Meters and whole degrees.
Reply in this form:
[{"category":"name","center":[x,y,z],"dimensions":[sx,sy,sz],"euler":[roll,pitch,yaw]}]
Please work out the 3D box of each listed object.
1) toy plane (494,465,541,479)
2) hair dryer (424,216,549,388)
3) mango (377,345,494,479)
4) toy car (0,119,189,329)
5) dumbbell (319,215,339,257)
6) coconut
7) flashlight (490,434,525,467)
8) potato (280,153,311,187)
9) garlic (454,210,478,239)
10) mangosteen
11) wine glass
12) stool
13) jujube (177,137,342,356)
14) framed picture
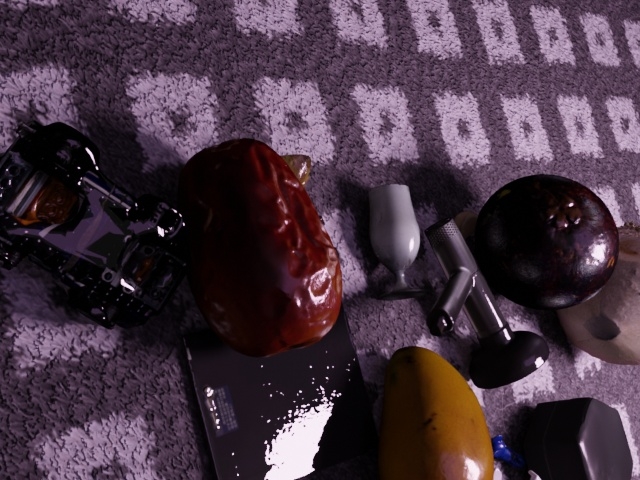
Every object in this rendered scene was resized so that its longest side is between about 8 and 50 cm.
[{"category":"toy plane","center":[0.325,0.514,1.536],"dimensions":[0.245,0.117,0.244],"euler":[1,87,-31]},{"category":"hair dryer","center":[0.251,0.155,1.552],"dimensions":[0.320,0.156,0.284],"euler":[56,44,-15]},{"category":"mango","center":[0.187,0.327,1.437],"dimensions":[0.211,0.173,0.317],"euler":[23,49,-35]},{"category":"toy car","center":[-0.309,-0.007,1.130],"dimensions":[0.301,0.118,0.193],"euler":[41,71,-30]},{"category":"dumbbell","center":[0.000,0.000,1.469],"dimensions":[0.083,0.040,0.036],"euler":[65,15,-4]},{"category":"coconut","center":[0.664,0.118,1.866],"dimensions":[0.309,0.297,0.297],"euler":[-32,97,-50]},{"category":"flashlight","center":[0.350,0.404,1.650],"dimensions":[0.121,0.057,0.035],"euler":[34,17,-37]},{"category":"potato","center":[-0.062,-0.096,1.400],"dimensions":[0.096,0.103,0.066],"euler":[5,69,-40]},{"category":"garlic","center":[0.296,-0.032,1.756],"dimensions":[0.083,0.041,0.053],"euler":[-36,114,-37]},{"category":"mangosteen","center":[0.436,0.010,1.694],"dimensions":[0.288,0.288,0.288],"euler":[17,64,-38]},{"category":"wine glass","center":[0.134,0.002,1.554],"dimensions":[0.093,0.093,0.202],"euler":[5,71,-42]},{"category":"stool","center":[0.512,0.428,1.710],"dimensions":[0.232,0.141,0.232],"euler":[19,63,-43]},{"category":"jujube","center":[-0.095,0.013,1.263],"dimensions":[0.223,0.223,0.318],"euler":[-13,81,-45]},{"category":"framed picture","center":[-0.051,0.243,1.351],"dimensions":[0.339,0.014,0.255],"euler":[-8,80,-45]}]
